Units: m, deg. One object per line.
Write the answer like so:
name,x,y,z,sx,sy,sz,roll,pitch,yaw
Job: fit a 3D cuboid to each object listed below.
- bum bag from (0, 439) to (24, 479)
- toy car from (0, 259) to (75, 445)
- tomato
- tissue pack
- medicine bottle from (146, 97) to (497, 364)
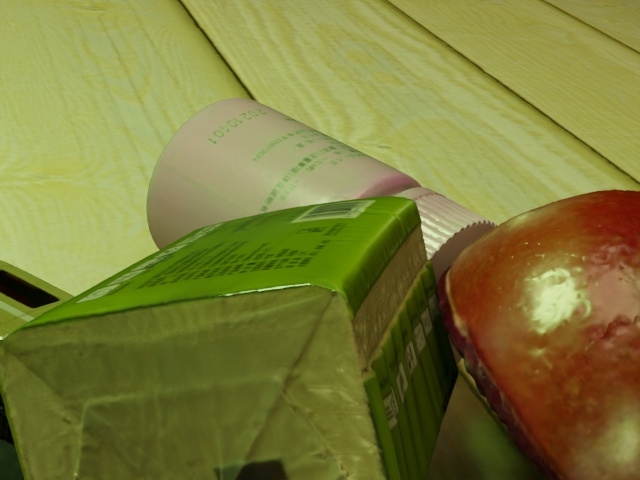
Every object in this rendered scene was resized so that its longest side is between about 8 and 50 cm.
bum bag,-0.190,0.208,0.539,0.123,0.060,0.248,9,28,-6
toy car,-0.248,0.075,0.734,0.257,0.101,0.124,24,24,20
tomato,0.258,0.093,0.698,0.335,0.176,0.289,34,25,-29
tissue pack,-0.035,0.080,0.630,0.200,0.167,0.275,-11,10,15
medicine bottle,0.000,0.000,0.890,0.291,0.178,0.178,29,31,32
